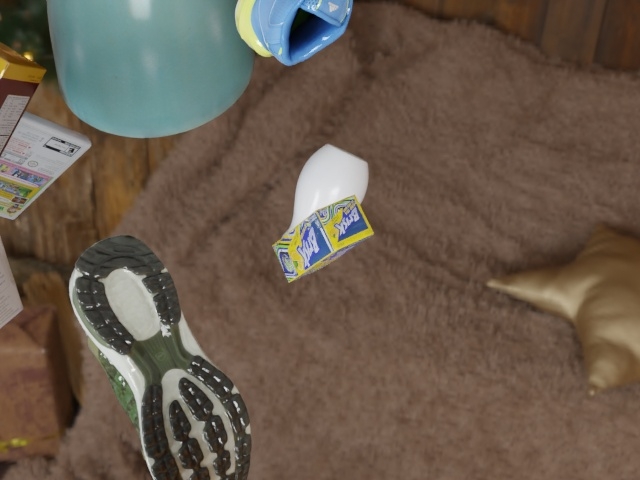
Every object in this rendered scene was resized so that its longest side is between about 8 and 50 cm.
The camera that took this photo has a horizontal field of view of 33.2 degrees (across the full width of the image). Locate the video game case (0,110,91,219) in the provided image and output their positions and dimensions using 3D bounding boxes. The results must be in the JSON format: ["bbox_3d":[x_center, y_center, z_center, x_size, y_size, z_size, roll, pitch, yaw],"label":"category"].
[{"bbox_3d":[-0.473,-0.118,1.555,0.212,0.193,0.023,21,37,-51],"label":"video game case"}]

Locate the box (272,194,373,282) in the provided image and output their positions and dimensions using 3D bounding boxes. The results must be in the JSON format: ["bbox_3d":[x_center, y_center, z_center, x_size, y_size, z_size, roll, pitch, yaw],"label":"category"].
[{"bbox_3d":[0.000,0.000,1.296,0.059,0.169,0.054,-24,84,-24],"label":"box"}]

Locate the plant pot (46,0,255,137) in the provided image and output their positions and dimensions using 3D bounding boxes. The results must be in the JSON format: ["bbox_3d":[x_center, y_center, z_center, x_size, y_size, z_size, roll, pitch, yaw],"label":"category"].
[{"bbox_3d":[-0.246,-0.331,1.497,0.292,0.235,0.293,-1,53,2],"label":"plant pot"}]

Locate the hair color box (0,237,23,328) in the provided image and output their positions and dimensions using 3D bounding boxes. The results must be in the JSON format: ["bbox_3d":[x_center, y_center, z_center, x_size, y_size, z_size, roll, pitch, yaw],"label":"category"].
[{"bbox_3d":[-0.624,-0.001,1.787,0.110,0.339,0.185,-9,15,12],"label":"hair color box"}]

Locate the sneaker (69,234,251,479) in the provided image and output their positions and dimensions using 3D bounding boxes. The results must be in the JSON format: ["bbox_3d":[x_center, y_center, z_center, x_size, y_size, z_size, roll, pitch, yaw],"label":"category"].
[{"bbox_3d":[-0.227,0.193,1.484,0.158,0.410,0.182,-23,2,-25],"label":"sneaker"}]

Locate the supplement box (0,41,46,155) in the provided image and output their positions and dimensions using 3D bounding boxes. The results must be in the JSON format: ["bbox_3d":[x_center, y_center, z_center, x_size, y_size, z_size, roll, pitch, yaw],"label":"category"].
[{"bbox_3d":[-0.471,-0.170,1.275,0.191,0.194,0.129,30,7,2],"label":"supplement box"}]

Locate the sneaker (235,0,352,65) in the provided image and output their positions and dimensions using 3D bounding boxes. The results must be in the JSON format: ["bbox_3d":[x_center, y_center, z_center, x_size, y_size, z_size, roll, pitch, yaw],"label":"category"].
[{"bbox_3d":[0.018,-0.262,1.004,0.091,0.240,0.126,20,24,-37],"label":"sneaker"}]

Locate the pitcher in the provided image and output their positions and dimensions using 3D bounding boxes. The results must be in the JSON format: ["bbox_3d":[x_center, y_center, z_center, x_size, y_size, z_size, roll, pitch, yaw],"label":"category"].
[{"bbox_3d":[0.005,-0.074,2.019,0.125,0.207,0.178,25,8,-6],"label":"pitcher"}]
